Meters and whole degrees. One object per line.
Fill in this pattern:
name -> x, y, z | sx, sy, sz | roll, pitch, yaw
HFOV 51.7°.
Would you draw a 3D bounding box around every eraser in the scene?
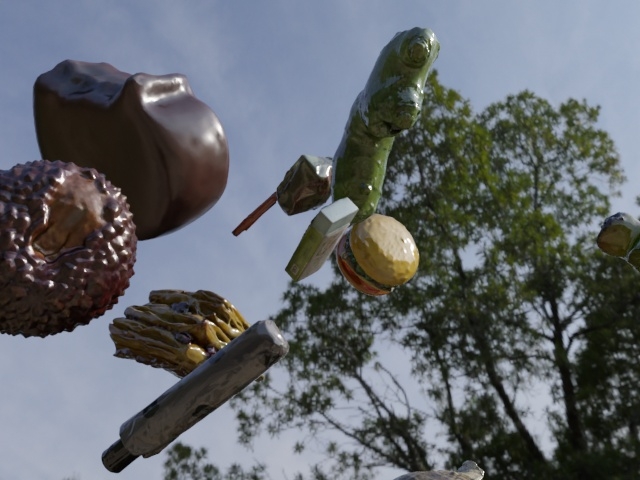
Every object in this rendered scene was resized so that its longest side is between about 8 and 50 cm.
eraser -> 0.000, 0.000, 0.563 | 0.038, 0.019, 0.083 | -26, -21, -40

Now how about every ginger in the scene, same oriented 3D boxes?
ginger -> 0.080, -0.155, 0.910 | 0.089, 0.137, 0.289 | 12, -61, -34

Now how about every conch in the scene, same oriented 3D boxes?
conch -> 0.185, 0.531, 1.295 | 0.159, 0.291, 0.210 | 31, -15, 23

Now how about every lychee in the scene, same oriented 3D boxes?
lychee -> -0.280, 0.010, 0.673 | 0.188, 0.188, 0.188 | -1, -50, -1

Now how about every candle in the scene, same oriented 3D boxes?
candle -> -0.117, -0.069, 1.360 | 0.167, 0.021, 0.026 | -43, -29, 4

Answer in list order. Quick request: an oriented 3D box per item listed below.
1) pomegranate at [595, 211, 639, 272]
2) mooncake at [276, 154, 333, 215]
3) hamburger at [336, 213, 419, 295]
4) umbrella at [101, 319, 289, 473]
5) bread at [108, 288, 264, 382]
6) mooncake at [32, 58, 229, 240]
pomegranate -> 0.341, 0.016, 0.579 | 0.122, 0.169, 0.143 | -43, -42, 15
mooncake -> -0.017, -0.106, 1.314 | 0.130, 0.073, 0.125 | -50, -20, 25
hamburger -> 0.108, 0.027, 1.273 | 0.162, 0.162, 0.115 | 25, -40, -21
umbrella -> -0.194, 0.241, 1.007 | 0.337, 0.073, 0.067 | -37, -38, 3
bread -> -0.259, 0.233, 1.492 | 0.314, 0.191, 0.370 | 4, -23, 36
mooncake -> -0.316, -0.161, 1.092 | 0.326, 0.174, 0.333 | -26, -85, 43
